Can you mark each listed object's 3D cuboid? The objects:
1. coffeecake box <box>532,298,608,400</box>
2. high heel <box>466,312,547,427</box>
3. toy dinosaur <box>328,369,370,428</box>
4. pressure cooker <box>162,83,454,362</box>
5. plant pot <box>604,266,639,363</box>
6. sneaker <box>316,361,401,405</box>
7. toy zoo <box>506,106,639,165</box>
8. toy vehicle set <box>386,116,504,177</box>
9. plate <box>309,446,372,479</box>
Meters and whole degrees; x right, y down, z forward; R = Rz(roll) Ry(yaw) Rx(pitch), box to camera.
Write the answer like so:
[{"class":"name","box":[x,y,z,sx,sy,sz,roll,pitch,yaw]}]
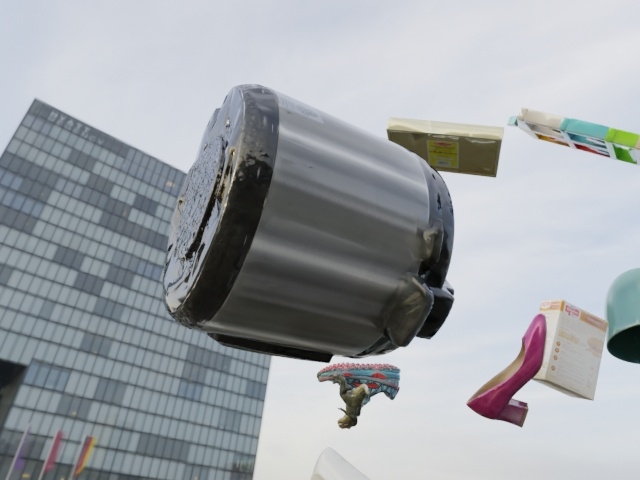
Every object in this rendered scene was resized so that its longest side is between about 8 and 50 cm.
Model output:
[{"class":"coffeecake box","box":[0.559,0.246,1.099,0.142,0.186,0.068,25,-16,-14]},{"class":"high heel","box":[0.391,0.259,1.012,0.117,0.244,0.082,15,9,19]},{"class":"toy dinosaur","box":[0.073,0.392,1.239,0.064,0.118,0.268,-25,-31,-26]},{"class":"pressure cooker","box":[0.003,-0.004,0.763,0.420,0.370,0.375,16,-27,-26]},{"class":"plant pot","box":[1.061,0.227,1.550,0.292,0.235,0.293,8,-37,6]},{"class":"sneaker","box":[0.118,0.445,1.489,0.261,0.125,0.104,1,-6,0]},{"class":"toy zoo","box":[0.559,-0.234,1.072,0.293,0.030,0.192,27,12,33]},{"class":"toy vehicle set","box":[0.303,-0.226,1.188,0.266,0.035,0.166,10,-21,18]},{"class":"plate","box":[0.013,0.541,0.857,0.045,0.278,0.277,19,-12,-18]}]
